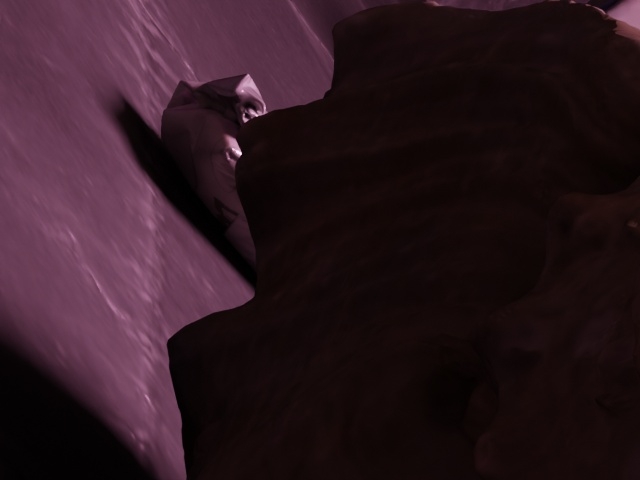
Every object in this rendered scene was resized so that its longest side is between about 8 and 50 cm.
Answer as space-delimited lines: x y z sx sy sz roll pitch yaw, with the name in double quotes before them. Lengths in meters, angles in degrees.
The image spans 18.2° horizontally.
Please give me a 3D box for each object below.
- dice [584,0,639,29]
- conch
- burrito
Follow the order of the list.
"dice" 0.219 -0.045 1.525 0.243 0.251 0.259 56 10 -3
"conch" 0.060 0.097 0.446 0.297 0.210 0.352 48 -33 34
"burrito" -0.001 0.000 0.841 0.203 0.064 0.064 46 15 -45
